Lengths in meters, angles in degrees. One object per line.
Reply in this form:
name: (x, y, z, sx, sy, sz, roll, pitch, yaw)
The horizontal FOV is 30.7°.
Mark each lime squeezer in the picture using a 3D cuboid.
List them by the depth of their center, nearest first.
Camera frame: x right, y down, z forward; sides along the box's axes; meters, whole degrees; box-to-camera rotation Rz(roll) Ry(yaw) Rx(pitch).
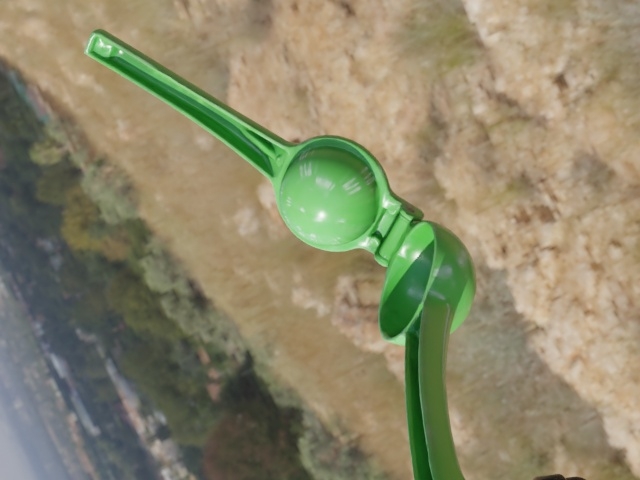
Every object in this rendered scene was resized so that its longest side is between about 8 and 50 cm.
lime squeezer: (0.000, 0.000, 0.522, 0.310, 0.110, 0.059, 51, 141, 37)

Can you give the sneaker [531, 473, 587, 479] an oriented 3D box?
sneaker: (0.228, 0.240, 0.738, 0.283, 0.124, 0.107, 23, 178, 39)
